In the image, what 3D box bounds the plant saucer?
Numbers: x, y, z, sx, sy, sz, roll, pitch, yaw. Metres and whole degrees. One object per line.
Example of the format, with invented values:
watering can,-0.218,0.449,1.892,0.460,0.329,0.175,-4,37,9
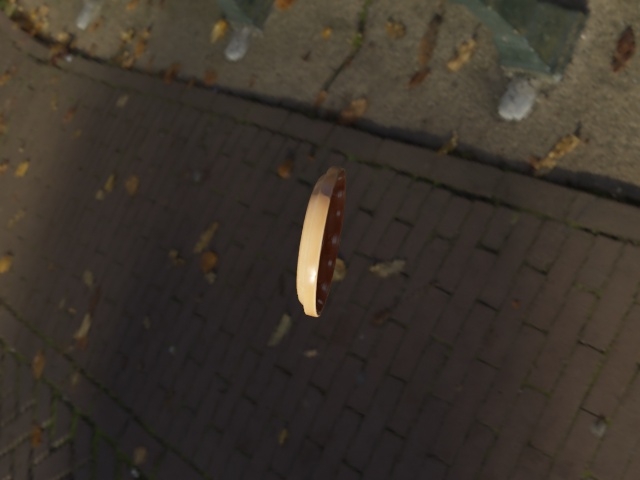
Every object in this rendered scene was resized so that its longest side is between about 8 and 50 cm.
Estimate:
plant saucer,0.000,0.000,0.609,0.013,0.083,0.084,9,73,8
